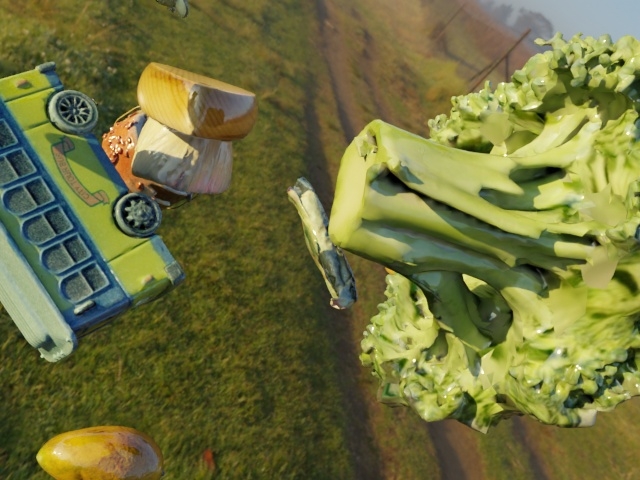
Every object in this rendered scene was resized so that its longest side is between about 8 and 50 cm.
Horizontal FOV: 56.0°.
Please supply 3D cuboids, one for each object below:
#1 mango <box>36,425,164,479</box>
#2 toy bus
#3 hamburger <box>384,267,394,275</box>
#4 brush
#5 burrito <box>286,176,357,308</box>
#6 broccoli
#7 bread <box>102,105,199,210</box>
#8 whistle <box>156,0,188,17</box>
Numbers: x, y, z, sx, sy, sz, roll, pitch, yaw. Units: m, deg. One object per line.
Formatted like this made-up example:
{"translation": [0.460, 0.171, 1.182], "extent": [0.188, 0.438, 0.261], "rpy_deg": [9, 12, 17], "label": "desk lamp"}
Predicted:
{"translation": [-0.267, 0.280, 0.764], "extent": [0.165, 0.115, 0.089], "rpy_deg": [60, 26, -50], "label": "mango"}
{"translation": [-0.325, -0.032, 0.725], "extent": [0.190, 0.152, 0.312], "rpy_deg": [-35, 95, -39], "label": "toy bus"}
{"translation": [0.232, 0.001, 0.865], "extent": [0.237, 0.276, 0.276], "rpy_deg": [21, 12, 28], "label": "hamburger"}
{"translation": [-0.187, -0.152, 0.858], "extent": [0.174, 0.166, 0.266], "rpy_deg": [16, 12, -13], "label": "brush"}
{"translation": [0.002, 0.000, 1.252], "extent": [0.096, 0.066, 0.309], "rpy_deg": [85, -16, -69], "label": "burrito"}
{"translation": [0.150, -0.013, 0.510], "extent": [0.302, 0.375, 0.249], "rpy_deg": [30, 33, -8], "label": "broccoli"}
{"translation": [-0.356, -0.163, 1.264], "extent": [0.224, 0.142, 0.212], "rpy_deg": [59, 22, -15], "label": "bread"}
{"translation": [-0.253, -0.496, 1.003], "extent": [0.077, 0.235, 0.114], "rpy_deg": [-28, 55, -32], "label": "whistle"}
